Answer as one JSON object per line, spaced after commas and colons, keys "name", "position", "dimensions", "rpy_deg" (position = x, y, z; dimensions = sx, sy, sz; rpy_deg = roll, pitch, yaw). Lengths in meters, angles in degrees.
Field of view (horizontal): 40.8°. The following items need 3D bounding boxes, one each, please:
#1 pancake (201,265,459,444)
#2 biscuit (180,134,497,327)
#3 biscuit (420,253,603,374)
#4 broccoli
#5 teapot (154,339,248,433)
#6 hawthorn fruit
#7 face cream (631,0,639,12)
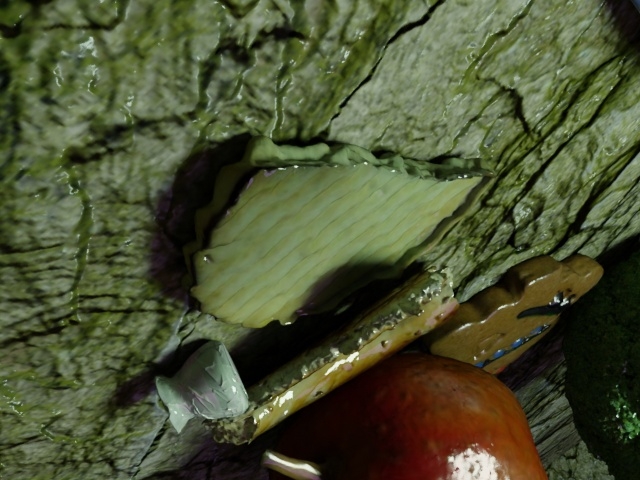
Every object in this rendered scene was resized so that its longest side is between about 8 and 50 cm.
{"name": "pancake", "position": [0.033, 0.094, 0.735], "dimensions": [0.266, 0.057, 0.244], "rpy_deg": [-31, 176, -23]}
{"name": "biscuit", "position": [0.000, 0.000, 0.631], "dimensions": [0.273, 0.036, 0.187], "rpy_deg": [0, 137, -50]}
{"name": "biscuit", "position": [0.224, 0.123, 1.078], "dimensions": [0.278, 0.043, 0.301], "rpy_deg": [-22, 151, -24]}
{"name": "broccoli", "position": [0.477, 0.163, 1.151], "dimensions": [0.310, 0.321, 0.413], "rpy_deg": [27, 77, -25]}
{"name": "teapot", "position": [-0.097, 0.119, 0.699], "dimensions": [0.064, 0.064, 0.083], "rpy_deg": [-24, -178, -5]}
{"name": "hawthorn fruit", "position": [0.062, 0.244, 0.878], "dimensions": [0.330, 0.287, 0.287], "rpy_deg": [23, 120, -42]}
{"name": "face cream", "position": [0.331, -0.215, 0.609], "dimensions": [0.235, 0.137, 0.420], "rpy_deg": [-43, 141, 19]}
